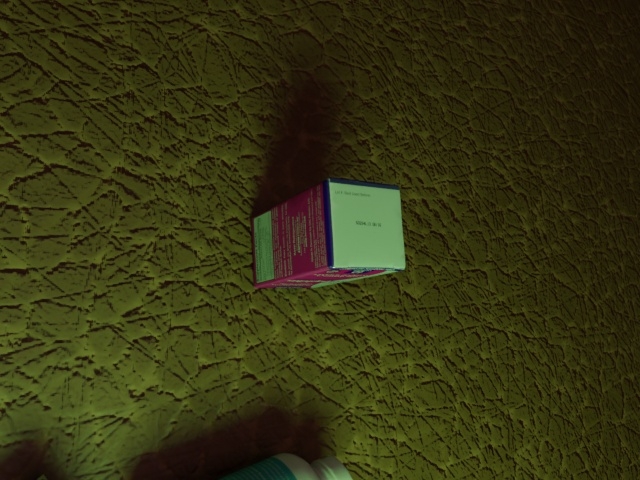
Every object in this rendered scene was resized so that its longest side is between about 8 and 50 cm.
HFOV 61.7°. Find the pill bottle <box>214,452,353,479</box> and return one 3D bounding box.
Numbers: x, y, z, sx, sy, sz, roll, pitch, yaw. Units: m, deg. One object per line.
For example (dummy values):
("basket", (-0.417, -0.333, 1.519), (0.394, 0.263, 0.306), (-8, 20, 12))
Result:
("pill bottle", (-0.082, 0.353, 0.646), (0.263, 0.146, 0.146), (-10, 85, -33))

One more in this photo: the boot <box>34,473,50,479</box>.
("boot", (-0.298, 0.450, 0.502), (0.284, 0.138, 0.378), (-35, 94, -33))

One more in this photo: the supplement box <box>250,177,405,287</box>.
("supplement box", (0.000, 0.000, 0.731), (0.111, 0.220, 0.114), (2, 80, -31))
